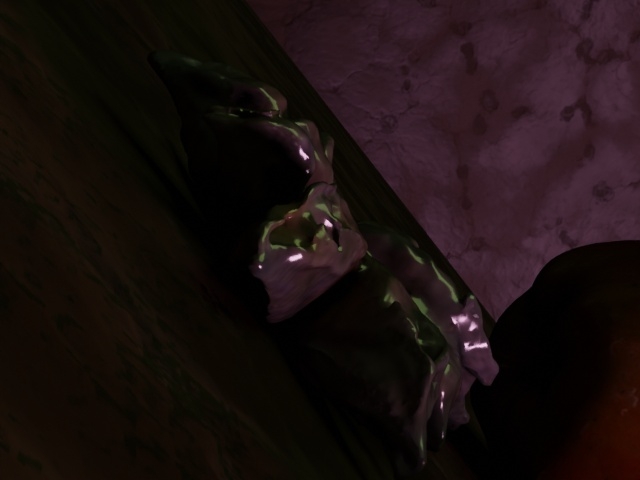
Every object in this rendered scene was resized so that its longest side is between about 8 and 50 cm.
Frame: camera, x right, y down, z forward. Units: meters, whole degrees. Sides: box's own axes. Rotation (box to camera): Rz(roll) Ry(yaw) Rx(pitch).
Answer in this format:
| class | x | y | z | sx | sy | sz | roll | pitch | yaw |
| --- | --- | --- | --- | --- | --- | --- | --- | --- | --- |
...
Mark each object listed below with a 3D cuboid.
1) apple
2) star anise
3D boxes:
| class | x | y | z | sx | sy | sz | roll | pitch | yaw |
| --- | --- | --- | --- | --- | --- | --- | --- | --- | --- |
| apple | 0.197 | 0.102 | 0.877 | 0.234 | 0.234 | 0.234 | 52 | 6 | -7 |
| star anise | 0.000 | 0.000 | 0.596 | 0.182 | 0.065 | 0.195 | 52 | 9 | 4 |
